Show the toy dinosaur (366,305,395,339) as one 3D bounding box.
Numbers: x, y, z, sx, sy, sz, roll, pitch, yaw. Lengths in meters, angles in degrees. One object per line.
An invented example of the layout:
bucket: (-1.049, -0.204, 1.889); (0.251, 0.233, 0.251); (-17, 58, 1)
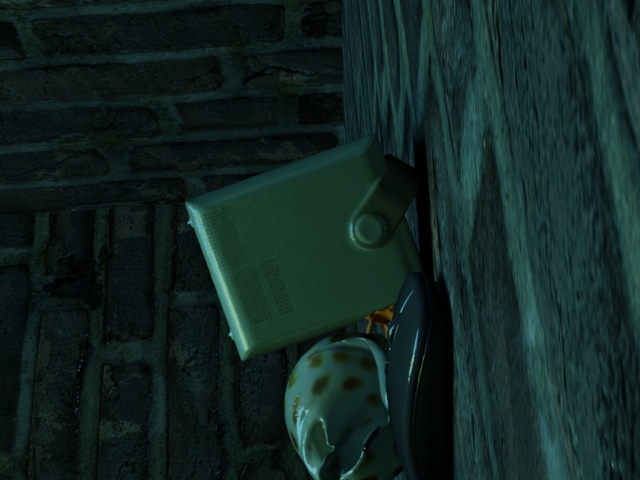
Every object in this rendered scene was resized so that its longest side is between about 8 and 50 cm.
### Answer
toy dinosaur: (0.081, 0.084, 1.515); (0.288, 0.071, 0.117); (70, -165, -74)

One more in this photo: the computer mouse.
computer mouse: (0.090, 0.143, 1.040); (0.120, 0.057, 0.232); (-95, 1, -60)

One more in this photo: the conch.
conch: (0.046, 0.195, 1.318); (0.149, 0.183, 0.274); (43, -149, -36)

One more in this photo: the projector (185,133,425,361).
projector: (0.000, 0.000, 1.142); (0.163, 0.243, 0.177); (-112, 2, -85)
